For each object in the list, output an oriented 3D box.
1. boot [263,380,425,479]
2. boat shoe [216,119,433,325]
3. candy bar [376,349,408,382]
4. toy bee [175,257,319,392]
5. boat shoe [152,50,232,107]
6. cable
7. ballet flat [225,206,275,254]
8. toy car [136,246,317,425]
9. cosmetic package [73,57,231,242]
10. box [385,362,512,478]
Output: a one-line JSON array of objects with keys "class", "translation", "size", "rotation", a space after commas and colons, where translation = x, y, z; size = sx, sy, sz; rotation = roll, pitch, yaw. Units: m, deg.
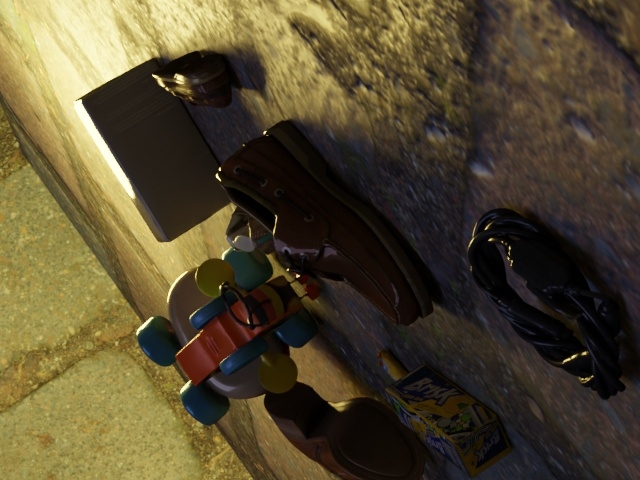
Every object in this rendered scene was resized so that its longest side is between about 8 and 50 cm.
[{"class": "boot", "translation": [0.064, 0.308, 2.134], "size": [0.283, 0.109, 0.220], "rotation": [15, 157, 36]}, {"class": "boat shoe", "translation": [0.000, 0.000, 1.627], "size": [0.307, 0.104, 0.111], "rotation": [47, 163, 38]}, {"class": "candy bar", "translation": [0.119, 0.192, 1.841], "size": [0.161, 0.018, 0.040], "rotation": [48, 164, 32]}, {"class": "toy bee", "translation": [-0.079, 0.111, 2.016], "size": [0.298, 0.162, 0.195], "rotation": [-3, 113, 60]}, {"class": "boat shoe", "translation": [-0.154, -0.190, 1.836], "size": [0.060, 0.064, 0.178], "rotation": [64, 163, -19]}, {"class": "cable", "translation": [0.185, 0.050, 1.225], "size": [0.184, 0.047, 0.150], "rotation": [37, 161, 50]}, {"class": "ballet flat", "translation": [-0.092, -0.016, 2.012], "size": [0.073, 0.067, 0.206], "rotation": [59, 167, -8]}, {"class": "toy car", "translation": [-0.107, 0.131, 2.248], "size": [0.210, 0.219, 0.238], "rotation": [52, -164, 13]}, {"class": "cosmetic package", "translation": [-0.233, -0.126, 2.144], "size": [0.238, 0.127, 0.107], "rotation": [62, 166, -10]}, {"class": "box", "translation": [0.140, 0.199, 1.684], "size": [0.169, 0.059, 0.054], "rotation": [33, 152, 60]}]
